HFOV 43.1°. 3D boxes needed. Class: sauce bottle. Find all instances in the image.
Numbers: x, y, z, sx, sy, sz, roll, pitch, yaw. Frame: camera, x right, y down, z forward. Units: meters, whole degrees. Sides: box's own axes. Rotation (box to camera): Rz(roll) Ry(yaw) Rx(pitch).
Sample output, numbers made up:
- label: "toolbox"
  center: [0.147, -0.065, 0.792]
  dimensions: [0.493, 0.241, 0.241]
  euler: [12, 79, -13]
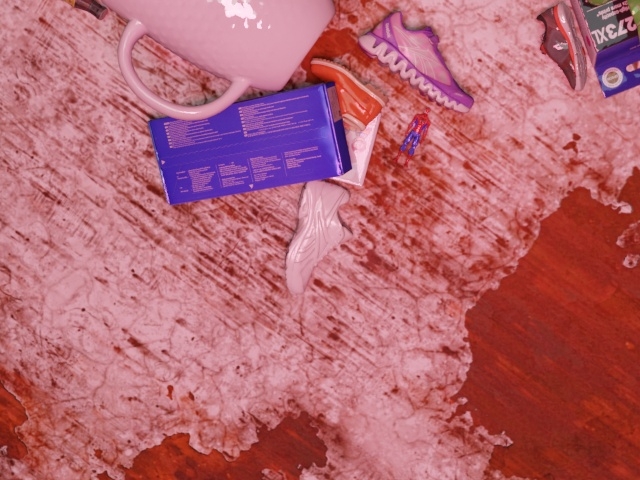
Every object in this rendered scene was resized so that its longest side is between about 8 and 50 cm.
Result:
- label: "sauce bottle"
  center: [-0.453, -0.453, 1.493]
  dimensions: [0.128, 0.042, 0.042]
  euler: [33, 103, 0]

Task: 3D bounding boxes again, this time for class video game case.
- label: "video game case"
  center: [0.021, -0.188, 1.515]
  dimensions: [0.157, 0.019, 0.143]
  euler: [15, 103, 2]

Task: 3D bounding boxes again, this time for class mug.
- label: "mug"
  center: [-0.179, -0.374, 1.349]
  dimensions: [0.328, 0.276, 0.374]
  euler: [35, 82, -8]

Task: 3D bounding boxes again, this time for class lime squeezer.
- label: "lime squeezer"
  center: [0.477, -0.386, 1.360]
  dimensions: [0.310, 0.059, 0.110]
  euler: [34, 136, -2]

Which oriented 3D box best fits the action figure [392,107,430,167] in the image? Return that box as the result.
- label: "action figure"
  center: [0.174, -0.192, 1.496]
  dimensions: [0.038, 0.030, 0.115]
  euler: [27, 101, 5]

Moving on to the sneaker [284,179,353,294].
- label: "sneaker"
  center: [0.000, 0.000, 1.524]
  dimensions: [0.115, 0.090, 0.232]
  euler: [14, 104, -1]

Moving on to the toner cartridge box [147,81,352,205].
- label: "toner cartridge box"
  center: [-0.129, -0.174, 1.473]
  dimensions: [0.348, 0.075, 0.165]
  euler: [-8, 100, 18]

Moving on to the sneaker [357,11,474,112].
- label: "sneaker"
  center: [0.185, -0.320, 1.438]
  dimensions: [0.236, 0.095, 0.104]
  euler: [37, 95, -2]

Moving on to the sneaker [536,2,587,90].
- label: "sneaker"
  center: [0.426, -0.337, 1.435]
  dimensions: [0.065, 0.061, 0.157]
  euler: [-12, 101, 35]

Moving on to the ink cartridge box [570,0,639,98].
- label: "ink cartridge box"
  center: [0.518, -0.448, 1.393]
  dimensions: [0.176, 0.069, 0.370]
  euler: [-21, 101, 10]

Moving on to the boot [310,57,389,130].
- label: "boot"
  center: [0.036, -0.265, 1.465]
  dimensions: [0.158, 0.059, 0.084]
  euler: [34, 88, 3]
